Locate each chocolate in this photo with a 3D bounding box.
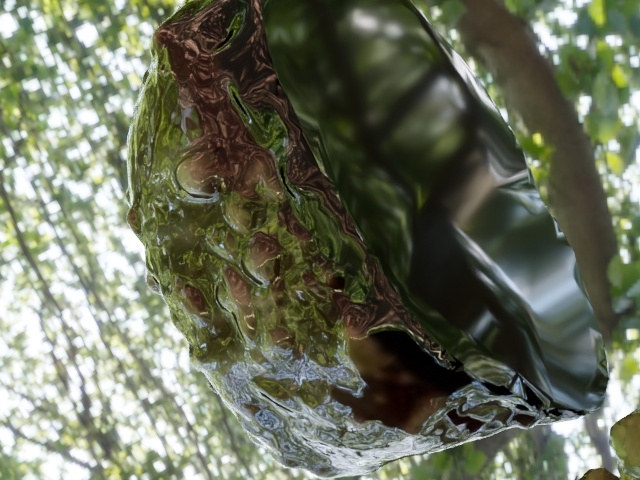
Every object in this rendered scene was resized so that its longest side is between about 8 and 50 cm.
[{"bbox_3d":[0.000,0.000,0.754,0.210,0.340,0.225,-32,178,38],"label":"chocolate"}]

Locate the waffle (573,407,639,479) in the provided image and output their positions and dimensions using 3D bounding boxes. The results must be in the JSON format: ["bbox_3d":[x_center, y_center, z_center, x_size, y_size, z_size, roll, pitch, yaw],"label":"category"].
[{"bbox_3d":[0.267,0.122,0.610,0.317,0.297,0.073,-17,-126,-4],"label":"waffle"}]
